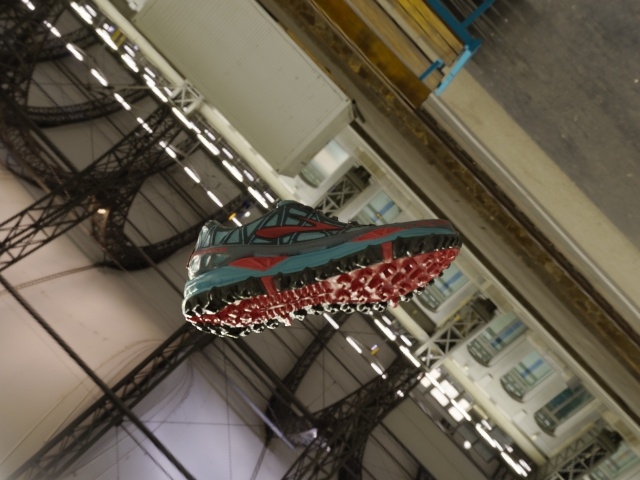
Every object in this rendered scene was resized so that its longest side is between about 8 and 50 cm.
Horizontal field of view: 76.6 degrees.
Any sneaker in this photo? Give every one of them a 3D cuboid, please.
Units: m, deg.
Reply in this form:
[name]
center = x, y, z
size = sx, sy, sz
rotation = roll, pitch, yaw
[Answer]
[sneaker]
center = 0.000, 0.000, 0.386
size = 0.104, 0.262, 0.125
rotation = 88, 171, -53
